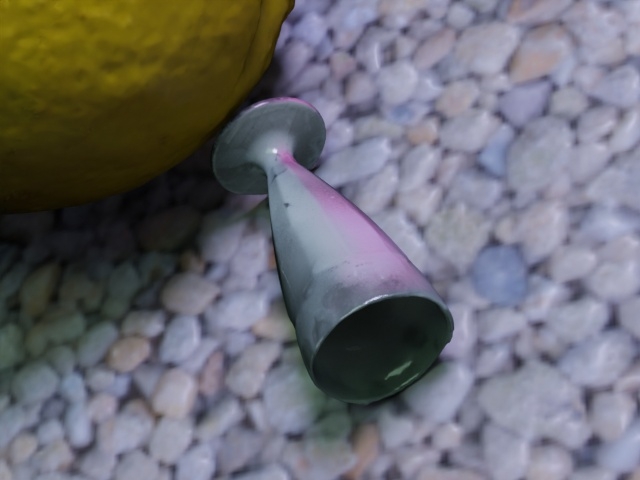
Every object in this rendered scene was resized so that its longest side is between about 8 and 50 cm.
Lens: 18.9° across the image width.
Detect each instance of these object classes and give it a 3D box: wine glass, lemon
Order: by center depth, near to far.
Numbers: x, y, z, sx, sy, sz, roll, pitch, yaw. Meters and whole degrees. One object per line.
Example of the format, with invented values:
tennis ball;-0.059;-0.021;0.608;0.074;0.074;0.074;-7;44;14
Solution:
wine glass;0.000;0.000;0.937;0.073;0.073;0.155;-33;51;5
lemon;-0.166;-0.151;0.979;0.297;0.297;0.297;-13;55;20
